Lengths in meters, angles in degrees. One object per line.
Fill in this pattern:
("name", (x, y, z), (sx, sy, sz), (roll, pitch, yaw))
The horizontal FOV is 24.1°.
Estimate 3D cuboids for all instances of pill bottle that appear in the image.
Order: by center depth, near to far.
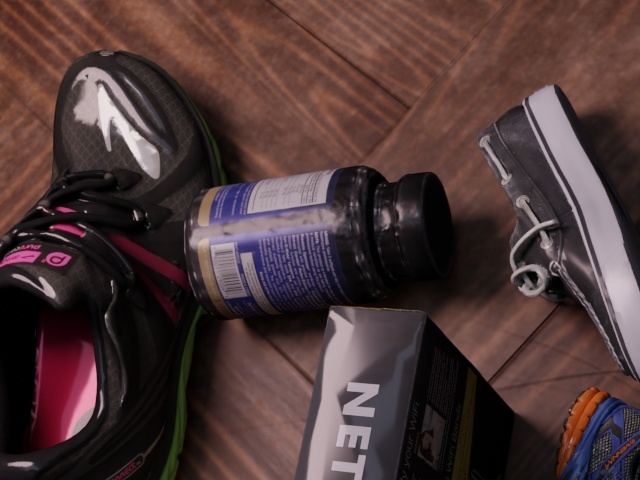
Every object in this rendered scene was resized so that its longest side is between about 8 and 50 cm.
("pill bottle", (0.000, 0.000, 1.320), (0.219, 0.123, 0.122), (-7, 64, 20))

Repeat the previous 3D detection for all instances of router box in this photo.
("router box", (0.055, 0.234, 1.116), (0.081, 0.243, 0.308), (3, 67, 24))

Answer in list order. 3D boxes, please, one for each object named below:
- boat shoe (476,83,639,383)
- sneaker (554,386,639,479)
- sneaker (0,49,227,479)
("boat shoe", (0.204, 0.005, 1.236), (0.105, 0.113, 0.306), (-30, 55, 16))
("sneaker", (0.213, 0.223, 1.150), (0.087, 0.083, 0.221), (11, 74, 22))
("sneaker", (-0.201, 0.026, 1.348), (0.185, 0.202, 0.482), (-9, 64, 19))
